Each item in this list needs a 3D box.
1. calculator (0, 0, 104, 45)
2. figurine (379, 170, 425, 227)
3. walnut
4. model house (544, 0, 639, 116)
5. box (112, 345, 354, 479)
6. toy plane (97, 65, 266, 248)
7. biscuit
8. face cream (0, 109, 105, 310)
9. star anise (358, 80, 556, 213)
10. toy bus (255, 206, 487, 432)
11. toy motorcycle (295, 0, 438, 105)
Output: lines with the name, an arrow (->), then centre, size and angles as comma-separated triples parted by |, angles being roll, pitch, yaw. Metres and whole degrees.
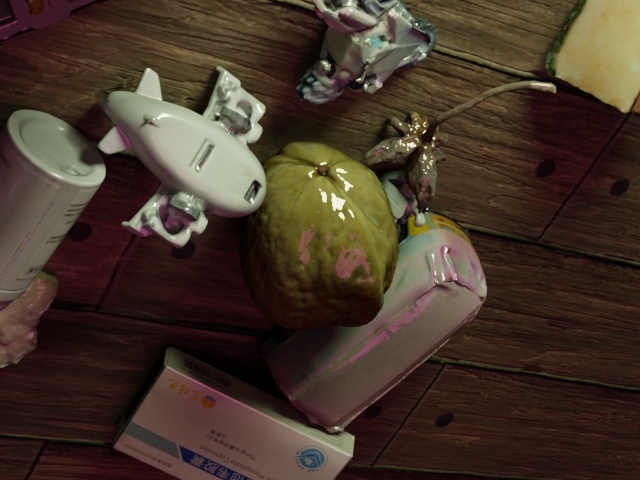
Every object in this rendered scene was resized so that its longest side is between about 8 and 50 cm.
calculator -> -0.334, -0.337, 1.526 | 0.294, 0.043, 0.194 | -21, 135, -10
figurine -> 0.114, -0.058, 1.953 | 0.082, 0.086, 0.094 | 2, 170, -35
walnut -> 0.000, 0.000, 1.856 | 0.227, 0.283, 0.283 | -37, 144, -31
model house -> 0.457, -0.279, 1.876 | 0.172, 0.166, 0.183 | 5, 115, -48
box -> -0.142, 0.326, 2.123 | 0.343, 0.065, 0.200 | 28, 119, -13
toy plane -> -0.178, -0.115, 1.712 | 0.252, 0.118, 0.252 | -2, 95, -26
biscuit -> -0.489, 0.128, 1.892 | 0.265, 0.040, 0.188 | -35, 133, 9
face cream -> -0.437, 0.011, 1.726 | 0.145, 0.145, 0.370 | 21, 119, -37
star anise -> 0.189, -0.142, 1.822 | 0.218, 0.148, 0.227 | -18, 174, -23
toy bus -> 0.098, 0.132, 2.078 | 0.386, 0.162, 0.171 | -42, 133, 15
toy motorcycle -> 0.040, -0.252, 1.725 | 0.204, 0.108, 0.239 | -38, 135, 12
